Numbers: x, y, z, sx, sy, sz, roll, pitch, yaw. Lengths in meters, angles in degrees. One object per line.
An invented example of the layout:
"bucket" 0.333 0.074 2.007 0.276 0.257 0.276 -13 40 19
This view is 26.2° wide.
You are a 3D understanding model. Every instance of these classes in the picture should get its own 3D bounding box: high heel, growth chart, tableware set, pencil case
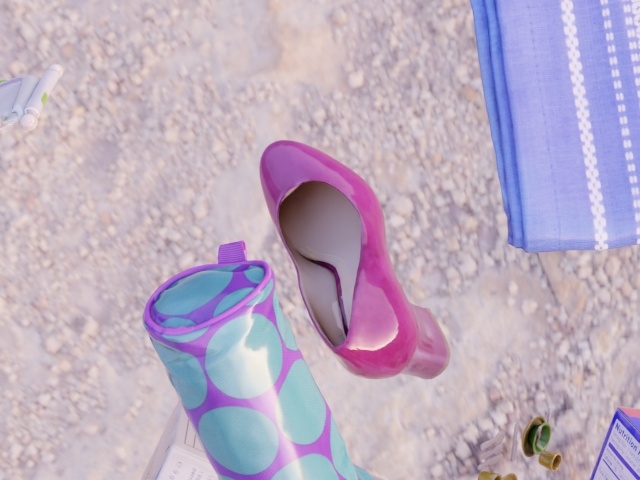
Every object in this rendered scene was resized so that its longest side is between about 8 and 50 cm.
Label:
"high heel" 0.000 0.000 1.540 0.127 0.181 0.377 -50 55 16
"growth chart" -0.347 -0.108 1.274 0.237 0.021 0.172 -17 24 14
"tableware set" 0.217 0.249 1.497 0.024 0.154 0.104 17 110 36
"pencil case" -0.025 0.081 0.650 0.064 0.151 0.070 -6 30 33

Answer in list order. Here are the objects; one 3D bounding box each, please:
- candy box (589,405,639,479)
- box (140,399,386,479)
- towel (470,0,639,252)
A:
"candy box" 0.374 0.337 1.356 0.122 0.268 0.317 -127 50 -63
"box" -0.011 0.267 1.227 0.311 0.148 0.121 25 100 -6
"towel" 0.244 -0.130 0.694 0.336 0.040 0.243 -8 80 8
